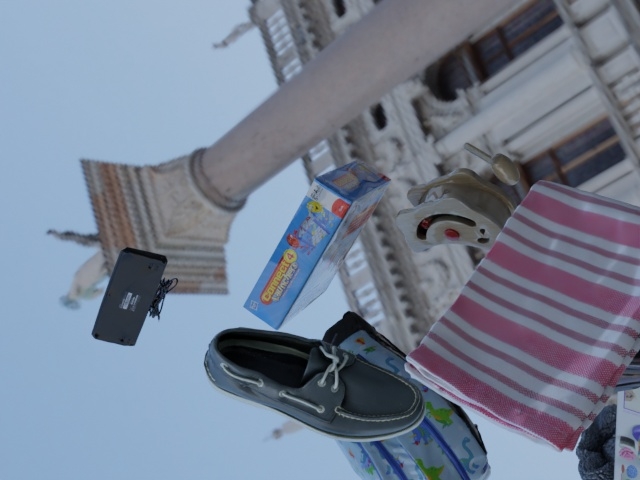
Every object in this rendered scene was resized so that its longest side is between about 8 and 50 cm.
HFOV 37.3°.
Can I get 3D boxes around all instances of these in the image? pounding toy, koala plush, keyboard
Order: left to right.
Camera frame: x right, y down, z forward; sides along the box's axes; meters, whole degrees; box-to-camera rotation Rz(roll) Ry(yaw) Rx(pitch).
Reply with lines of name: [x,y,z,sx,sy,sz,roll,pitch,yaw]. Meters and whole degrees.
keyboard: [-0.291,0.089,1.502,0.100,0.192,0.038,17,-147,-16]
pounding toy: [0.277,-0.072,1.728,0.154,0.269,0.155,43,-126,-22]
koala plush: [0.558,0.375,1.570,0.196,0.221,0.203,56,-142,-4]

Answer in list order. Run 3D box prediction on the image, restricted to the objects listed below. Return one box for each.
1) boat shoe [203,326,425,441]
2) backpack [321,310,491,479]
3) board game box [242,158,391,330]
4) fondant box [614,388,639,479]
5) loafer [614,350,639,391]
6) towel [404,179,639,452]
boat shoe: [-0.008,0.193,1.314,0.319,0.099,0.116,14,-124,6]
backpack: [0.141,0.334,1.677,0.273,0.355,0.290,-44,-43,-26]
board game box: [0.000,0.000,1.917,0.086,0.302,0.308,33,-161,9]
fondant box: [0.512,0.248,1.224,0.096,0.238,0.331,-19,-67,-42]
loafer: [0.389,0.101,1.042,0.095,0.302,0.109,33,-135,-48]
towel: [0.165,0.043,0.679,0.197,0.144,0.029,-53,-46,-15]
